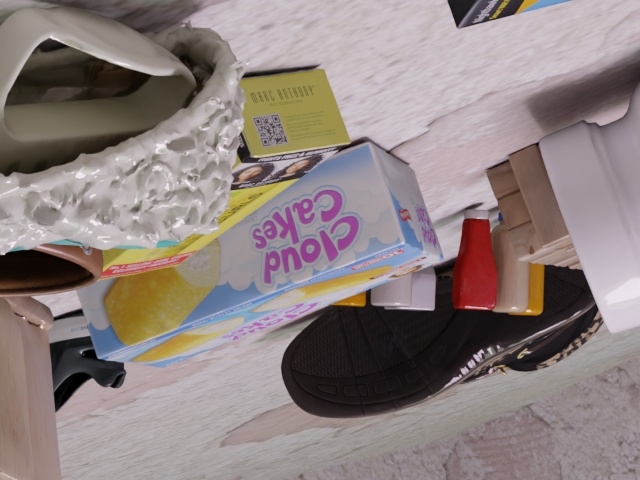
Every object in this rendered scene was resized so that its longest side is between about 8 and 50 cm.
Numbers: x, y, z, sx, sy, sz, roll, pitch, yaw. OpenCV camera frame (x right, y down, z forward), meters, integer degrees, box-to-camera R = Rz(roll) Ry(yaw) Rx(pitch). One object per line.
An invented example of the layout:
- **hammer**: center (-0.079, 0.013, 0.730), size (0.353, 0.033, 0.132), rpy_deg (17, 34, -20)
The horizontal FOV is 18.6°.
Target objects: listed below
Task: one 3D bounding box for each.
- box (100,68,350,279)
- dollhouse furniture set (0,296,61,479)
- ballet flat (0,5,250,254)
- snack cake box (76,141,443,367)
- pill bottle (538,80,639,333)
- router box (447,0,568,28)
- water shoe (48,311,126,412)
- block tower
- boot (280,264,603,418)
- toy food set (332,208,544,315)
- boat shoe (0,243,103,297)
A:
- **box**: center (-0.082, -0.041, 1.322), size (0.087, 0.058, 0.232), rpy_deg (-10, 166, -39)
- **dollhouse furniture set**: center (-0.365, 0.119, 1.403), size (0.362, 0.256, 0.394), rpy_deg (-24, 146, 21)
- **ballet flat**: center (-0.191, -0.060, 0.973), size (0.147, 0.147, 0.409), rpy_deg (-29, 168, 39)
- **snack cake box**: center (-0.049, 0.016, 1.570), size (0.264, 0.089, 0.152), rpy_deg (-21, 168, 13)
- **pill bottle**: center (0.372, -0.068, 1.553), size (0.363, 0.210, 0.210), rpy_deg (-20, 168, 10)
- **router box**: center (0.151, -0.181, 1.075), size (0.133, 0.046, 0.179), rpy_deg (-16, 168, -15)
- **water shoe**: center (-0.273, 0.129, 1.754), size (0.203, 0.080, 0.073), rpy_deg (-21, 168, 12)
- **block tower**: center (0.259, -0.030, 1.846), size (0.091, 0.097, 0.335), rpy_deg (-23, 166, 21)
- **boot**: center (0.161, 0.106, 2.233), size (0.377, 0.138, 0.284), rpy_deg (-27, 167, 10)
- **toy food set**: center (0.123, 0.016, 1.913), size (0.232, 0.104, 0.111), rpy_deg (3, 176, -16)
- **boat shoe**: center (-0.246, -0.005, 1.079), size (0.324, 0.116, 0.123), rpy_deg (-9, 165, -41)
